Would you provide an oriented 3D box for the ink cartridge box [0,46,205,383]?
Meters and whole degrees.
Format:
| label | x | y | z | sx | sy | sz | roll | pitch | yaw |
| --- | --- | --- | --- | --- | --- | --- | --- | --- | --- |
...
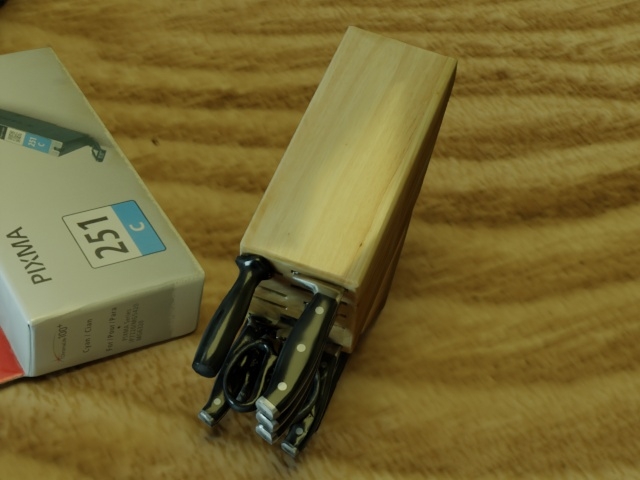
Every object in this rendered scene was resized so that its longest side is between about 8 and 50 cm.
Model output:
| label | x | y | z | sx | sy | sz | roll | pitch | yaw |
| --- | --- | --- | --- | --- | --- | --- | --- | --- | --- |
| ink cartridge box | -0.267 | -0.016 | 1.081 | 0.261 | 0.066 | 0.296 | -16 | 49 | -27 |

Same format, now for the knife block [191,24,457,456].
| label | x | y | z | sx | sy | sz | roll | pitch | yaw |
| --- | --- | --- | --- | --- | --- | --- | --- | --- | --- |
| knife block | 0.000 | 0.000 | 0.996 | 0.088 | 0.275 | 0.242 | 19 | 14 | 9 |

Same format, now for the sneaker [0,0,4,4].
| label | x | y | z | sx | sy | sz | roll | pitch | yaw |
| --- | --- | --- | --- | --- | --- | --- | --- | --- | --- |
| sneaker | -0.375 | -0.223 | 1.245 | 0.131 | 0.112 | 0.319 | 27 | 44 | 13 |
